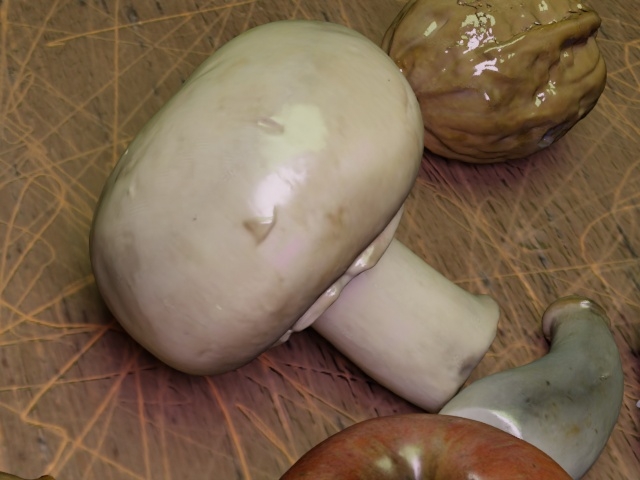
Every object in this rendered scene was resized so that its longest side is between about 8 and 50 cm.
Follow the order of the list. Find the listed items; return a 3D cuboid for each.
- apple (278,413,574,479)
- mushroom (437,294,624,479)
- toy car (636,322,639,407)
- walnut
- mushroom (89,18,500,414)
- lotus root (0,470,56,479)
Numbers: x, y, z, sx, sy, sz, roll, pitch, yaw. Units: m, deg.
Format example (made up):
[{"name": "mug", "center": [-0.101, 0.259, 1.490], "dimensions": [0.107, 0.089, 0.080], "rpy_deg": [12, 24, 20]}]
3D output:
[{"name": "apple", "center": [0.068, 0.244, 0.941], "dimensions": [0.254, 0.253, 0.253], "rpy_deg": [9, 44, -9]}, {"name": "mushroom", "center": [0.186, 0.134, 1.174], "dimensions": [0.118, 0.103, 0.270], "rpy_deg": [42, 37, 13]}, {"name": "toy car", "center": [0.316, 0.119, 1.241], "dimensions": [0.080, 0.070, 0.170], "rpy_deg": [14, 45, -5]}, {"name": "walnut", "center": [0.172, -0.173, 1.407], "dimensions": [0.245, 0.198, 0.198], "rpy_deg": [-26, 58, -33]}, {"name": "mushroom", "center": [0.000, 0.000, 1.142], "dimensions": [0.336, 0.314, 0.314], "rpy_deg": [36, 42, -12]}, {"name": "lotus root", "center": [-0.231, 0.231, 0.891], "dimensions": [0.140, 0.154, 0.257], "rpy_deg": [43, 53, -5]}]
